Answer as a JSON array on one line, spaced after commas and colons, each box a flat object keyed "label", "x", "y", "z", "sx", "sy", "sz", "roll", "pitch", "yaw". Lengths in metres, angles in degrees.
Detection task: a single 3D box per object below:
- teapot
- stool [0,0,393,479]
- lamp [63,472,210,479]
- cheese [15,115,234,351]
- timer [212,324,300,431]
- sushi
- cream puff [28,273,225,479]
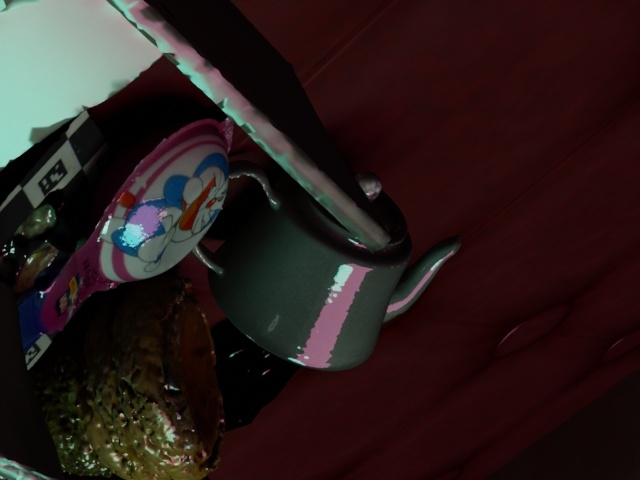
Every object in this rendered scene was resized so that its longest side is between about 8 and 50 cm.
[{"label": "teapot", "x": 0.000, "y": 0.000, "z": 1.027, "sx": 0.239, "sy": 0.162, "sz": 0.149, "roll": 18, "pitch": 123, "yaw": -23}, {"label": "stool", "x": -0.151, "y": -0.043, "z": 0.610, "sx": 0.243, "sy": 0.170, "sz": 0.270, "roll": -36, "pitch": 137, "yaw": 11}, {"label": "lamp", "x": -0.234, "y": 0.326, "z": 1.303, "sx": 0.250, "sy": 0.284, "sz": 0.250, "roll": 13, "pitch": 90, "yaw": -69}, {"label": "cheese", "x": -0.138, "y": -0.003, "z": 0.865, "sx": 0.244, "sy": 0.062, "sz": 0.155, "roll": -46, "pitch": 165, "yaw": -29}, {"label": "timer", "x": -0.077, "y": 0.145, "z": 1.320, "sx": 0.144, "sy": 0.055, "sz": 0.187, "roll": -13, "pitch": 151, "yaw": -38}, {"label": "sushi", "x": -0.217, "y": 0.009, "z": 0.866, "sx": 0.192, "sy": 0.050, "sz": 0.215, "roll": -52, "pitch": 165, "yaw": -12}, {"label": "cream puff", "x": -0.182, "y": 0.126, "z": 1.057, "sx": 0.169, "sy": 0.183, "sz": 0.183, "roll": -10, "pitch": 158, "yaw": 7}]
